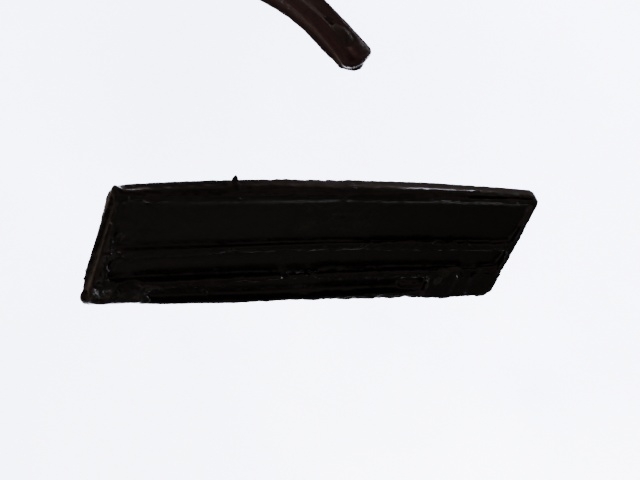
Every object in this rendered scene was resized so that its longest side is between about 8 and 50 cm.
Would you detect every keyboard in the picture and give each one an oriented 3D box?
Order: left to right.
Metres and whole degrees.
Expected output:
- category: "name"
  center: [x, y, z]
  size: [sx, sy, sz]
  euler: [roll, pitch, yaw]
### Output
- category: "keyboard"
  center: [0.000, 0.000, 0.743]
  size: [0.017, 0.250, 0.087]
  euler: [64, -36, 42]

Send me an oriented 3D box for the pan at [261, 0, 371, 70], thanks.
- category: "pan"
  center: [-0.053, -0.161, 0.718]
  size: [0.212, 0.115, 0.040]
  euler: [48, -36, 5]
